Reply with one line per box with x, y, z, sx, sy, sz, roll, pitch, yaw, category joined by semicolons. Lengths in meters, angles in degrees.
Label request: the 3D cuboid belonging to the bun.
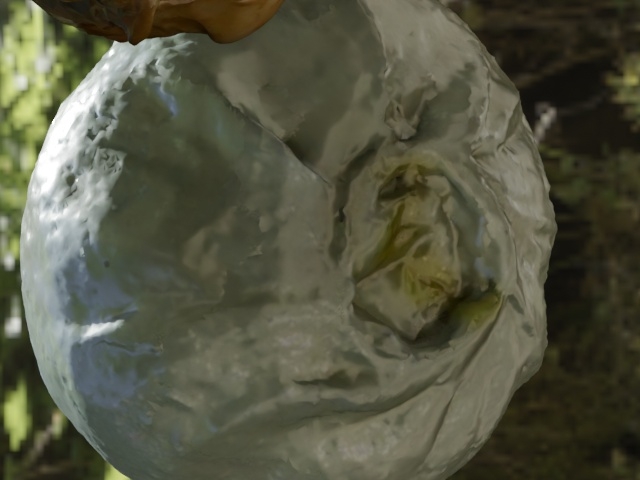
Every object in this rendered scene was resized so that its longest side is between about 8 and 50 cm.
0.000;0.000;1.147;0.211;0.362;0.362;-12;76;61;bun

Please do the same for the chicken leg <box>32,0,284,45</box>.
-0.140;-0.270;0.811;0.182;0.295;0.409;-42;-33;-20;chicken leg
